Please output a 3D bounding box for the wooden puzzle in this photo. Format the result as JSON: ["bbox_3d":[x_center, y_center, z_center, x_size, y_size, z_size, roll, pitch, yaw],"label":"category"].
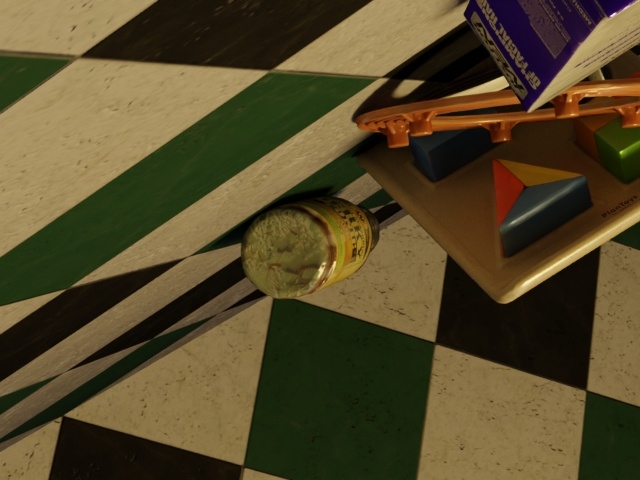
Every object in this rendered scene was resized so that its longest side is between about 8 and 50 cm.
[{"bbox_3d":[0.238,-0.111,1.911,0.322,0.080,0.348,-31,-142,-10],"label":"wooden puzzle"}]

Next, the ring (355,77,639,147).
[{"bbox_3d":[0.202,-0.119,1.712,0.336,0.032,0.336,-5,178,0],"label":"ring"}]

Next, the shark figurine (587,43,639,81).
[{"bbox_3d":[0.276,-0.200,1.796,0.166,0.116,0.278,-32,174,10],"label":"shark figurine"}]

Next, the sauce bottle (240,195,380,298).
[{"bbox_3d":[0.000,0.000,2.144,0.111,0.111,0.344,-33,178,15],"label":"sauce bottle"}]

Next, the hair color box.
[{"bbox_3d":[0.220,-0.209,1.279,0.185,0.110,0.339,-33,174,-5],"label":"hair color box"}]

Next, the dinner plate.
[{"bbox_3d":[0.160,-0.158,1.811,0.141,0.017,0.141,-21,-170,4],"label":"dinner plate"}]
